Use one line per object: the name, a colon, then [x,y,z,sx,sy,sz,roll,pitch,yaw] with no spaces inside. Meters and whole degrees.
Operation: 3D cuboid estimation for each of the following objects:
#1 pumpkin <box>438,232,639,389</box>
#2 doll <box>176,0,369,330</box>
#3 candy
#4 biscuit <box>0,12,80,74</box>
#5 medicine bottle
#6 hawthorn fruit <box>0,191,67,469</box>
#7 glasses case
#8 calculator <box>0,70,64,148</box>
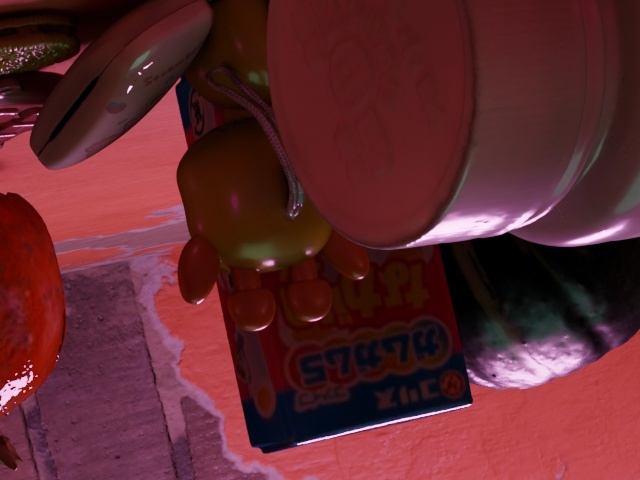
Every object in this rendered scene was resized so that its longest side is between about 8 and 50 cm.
pumpkin: [0.170,-0.030,1.391,0.323,0.323,0.241,-14,135,35]
doll: [-0.037,-0.051,1.068,0.143,0.220,0.135,-5,177,-30]
candy: [0.001,0.000,1.230,0.157,0.305,0.100,-10,175,-21]
biscuit: [-0.192,-0.121,0.990,0.084,0.023,0.084,-11,178,0]
medicine bottle: [0.178,-0.110,0.870,0.379,0.213,0.213,-8,175,-32]
hawthorn fruit: [-0.364,0.088,1.535,0.276,0.307,0.276,-25,-179,1]
glasses case: [-0.131,-0.102,1.027,0.081,0.051,0.204,-35,179,-32]
calculator: [-0.320,-0.073,1.139,0.330,0.048,0.220,-15,174,39]
